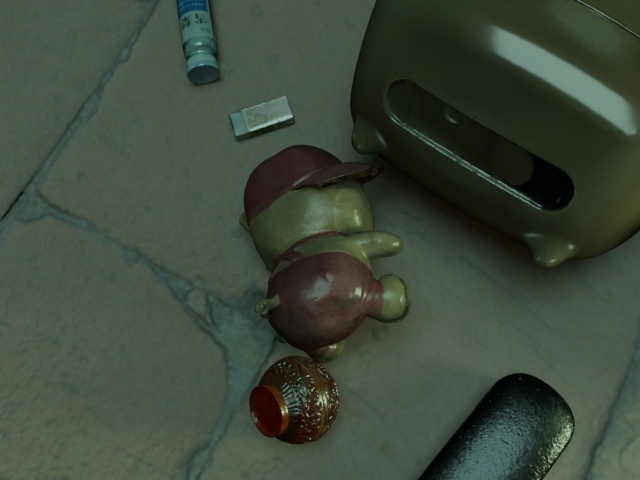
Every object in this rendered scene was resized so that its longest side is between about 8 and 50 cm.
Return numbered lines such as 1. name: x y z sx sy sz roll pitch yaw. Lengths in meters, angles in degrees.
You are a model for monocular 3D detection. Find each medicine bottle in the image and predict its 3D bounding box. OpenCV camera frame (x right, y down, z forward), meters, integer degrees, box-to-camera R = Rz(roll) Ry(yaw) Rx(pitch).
1. medicine bottle: -0.177 -0.316 1.040 0.051 0.051 0.191 -10 70 1

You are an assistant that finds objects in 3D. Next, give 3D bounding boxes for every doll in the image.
1. doll: 0.001 0.002 0.866 0.196 0.152 0.256 -20 60 8

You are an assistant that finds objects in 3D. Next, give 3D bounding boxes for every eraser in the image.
1. eraser: -0.080 -0.165 0.998 0.083 0.019 0.038 -18 73 -1

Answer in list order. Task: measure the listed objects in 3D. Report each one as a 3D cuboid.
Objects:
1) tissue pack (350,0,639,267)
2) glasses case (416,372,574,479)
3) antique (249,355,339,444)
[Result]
1. tissue pack: 0.225 -0.162 0.825 0.387 0.267 0.277 34 53 13
2. glasses case: 0.172 0.264 0.807 0.103 0.067 0.267 40 78 14
3. antique: -0.026 0.181 0.838 0.104 0.104 0.104 -1 71 4
